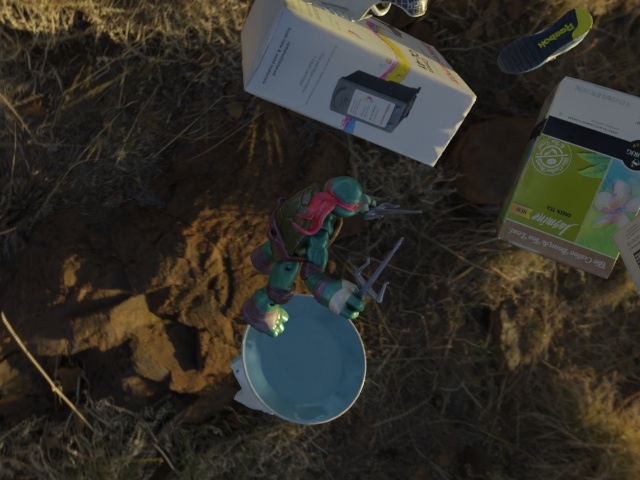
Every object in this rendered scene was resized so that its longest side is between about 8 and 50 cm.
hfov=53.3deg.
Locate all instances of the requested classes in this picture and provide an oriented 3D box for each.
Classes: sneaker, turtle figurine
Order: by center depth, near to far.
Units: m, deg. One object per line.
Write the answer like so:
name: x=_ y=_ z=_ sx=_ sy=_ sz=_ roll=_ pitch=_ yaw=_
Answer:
turtle figurine: x=0.000 y=0.000 z=0.643 sx=0.118 sy=0.234 sz=0.175 roll=38 pitch=46 yaw=-12
sneaker: x=0.022 y=-0.305 z=0.757 sx=0.090 sy=0.235 sz=0.094 roll=-41 pitch=127 yaw=-27
sneaker: x=0.343 y=-0.297 z=0.976 sx=0.144 sy=0.059 sz=0.053 roll=-24 pitch=87 yaw=21
sneaker: x=-0.109 y=0.209 z=1.114 sx=0.094 sy=0.080 sz=0.212 roll=12 pitch=112 yaw=3

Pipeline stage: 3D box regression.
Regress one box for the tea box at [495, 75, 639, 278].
tea box: x=0.516 y=-0.125 z=1.294 sx=0.220 sy=0.329 sz=0.323 roll=21 pitch=100 yaw=12

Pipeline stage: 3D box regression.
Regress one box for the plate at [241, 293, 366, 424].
plate: x=-0.024 y=0.167 z=0.906 sx=0.188 sy=0.024 sz=0.188 roll=9 pitch=63 yaw=-19

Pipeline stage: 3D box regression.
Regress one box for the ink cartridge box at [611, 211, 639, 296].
ink cartridge box: x=0.593 y=0.054 z=0.815 sx=0.310 sy=0.130 sz=0.271 roll=-14 pitch=70 yaw=-4

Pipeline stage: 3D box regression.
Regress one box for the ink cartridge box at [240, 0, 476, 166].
ink cartridge box: x=0.045 y=-0.259 z=0.946 sx=0.306 sy=0.226 sz=0.131 roll=17 pitch=121 yaw=-22
